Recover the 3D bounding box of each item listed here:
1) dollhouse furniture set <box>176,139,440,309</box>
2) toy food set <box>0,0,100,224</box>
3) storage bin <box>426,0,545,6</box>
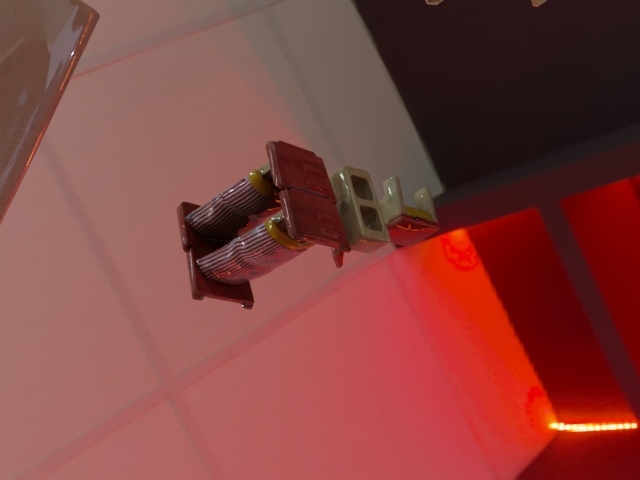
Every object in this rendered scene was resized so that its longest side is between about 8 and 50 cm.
[{"bbox_3d":[0.000,0.000,1.419,0.374,0.201,0.152,13,-127,-48],"label":"dollhouse furniture set"},{"bbox_3d":[-0.256,-0.070,0.448,0.306,0.092,0.219,24,-87,-60],"label":"toy food set"},{"bbox_3d":[0.152,-0.330,0.627,0.262,0.123,0.260,-38,-58,-14],"label":"storage bin"}]
